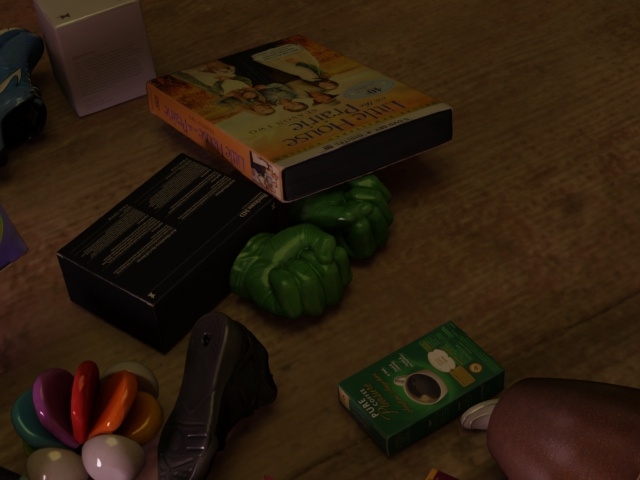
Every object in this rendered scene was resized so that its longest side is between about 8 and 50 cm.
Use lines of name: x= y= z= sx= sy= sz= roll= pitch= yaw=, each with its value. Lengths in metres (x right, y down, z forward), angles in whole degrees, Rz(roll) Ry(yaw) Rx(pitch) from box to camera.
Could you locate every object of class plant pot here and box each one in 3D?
plant pot: x=0.301 y=0.241 z=1.246 sx=0.215 sy=0.215 sz=0.230 roll=-32 pitch=34 yaw=-26

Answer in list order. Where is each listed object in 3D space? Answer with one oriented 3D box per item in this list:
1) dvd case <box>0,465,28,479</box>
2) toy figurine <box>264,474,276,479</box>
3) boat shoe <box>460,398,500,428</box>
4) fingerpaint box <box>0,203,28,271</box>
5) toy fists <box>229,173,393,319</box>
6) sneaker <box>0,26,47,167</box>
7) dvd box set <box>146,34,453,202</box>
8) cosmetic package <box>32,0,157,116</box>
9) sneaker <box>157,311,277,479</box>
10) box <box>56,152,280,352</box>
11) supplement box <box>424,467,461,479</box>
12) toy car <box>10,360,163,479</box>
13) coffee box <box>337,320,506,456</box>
dvd case: x=-0.402 y=0.320 z=1.352 sx=0.087 sy=0.013 sz=0.119 roll=17 pitch=48 yaw=23
toy figurine: x=-0.110 y=0.318 z=1.277 sx=0.159 sy=0.130 sz=0.173 roll=-17 pitch=17 yaw=-31
boat shoe: x=0.221 y=0.215 z=1.384 sx=0.100 sy=0.035 sz=0.035 roll=-9 pitch=40 yaw=-14
fingerpaint box: x=-0.648 y=0.077 z=1.394 sx=0.371 sy=0.163 sz=0.445 roll=-6 pitch=28 yaw=45
toy fists: x=0.000 y=0.000 z=1.594 sx=0.142 sy=0.096 sz=0.279 roll=21 pitch=48 yaw=24
sneaker: x=-0.516 y=-0.228 z=1.895 sx=0.147 sy=0.129 sz=0.330 roll=13 pitch=48 yaw=0
dvd box set: x=-0.043 y=-0.203 z=1.766 sx=0.308 sy=0.062 sz=0.420 roll=-22 pitch=34 yaw=-26
cosmetic package: x=-0.383 y=-0.342 z=1.937 sx=0.151 sy=0.183 sz=0.151 roll=-22 pitch=46 yaw=-17
sneaker: x=-0.118 y=0.213 z=1.386 sx=0.087 sy=0.130 sz=0.227 roll=-2 pitch=66 yaw=39
box: x=-0.206 y=0.011 z=1.599 sx=0.184 sy=0.103 sz=0.261 roll=23 pitch=49 yaw=30
supplement box: x=0.154 y=0.301 z=1.282 sx=0.083 sy=0.055 sz=0.043 roll=21 pitch=49 yaw=25
toy car: x=-0.286 y=0.206 z=1.356 sx=0.182 sy=0.136 sz=0.159 roll=-15 pitch=41 yaw=16
coffee box: x=0.125 y=0.182 z=1.424 sx=0.184 sy=0.040 sz=0.113 roll=-27 pitch=47 yaw=-22
